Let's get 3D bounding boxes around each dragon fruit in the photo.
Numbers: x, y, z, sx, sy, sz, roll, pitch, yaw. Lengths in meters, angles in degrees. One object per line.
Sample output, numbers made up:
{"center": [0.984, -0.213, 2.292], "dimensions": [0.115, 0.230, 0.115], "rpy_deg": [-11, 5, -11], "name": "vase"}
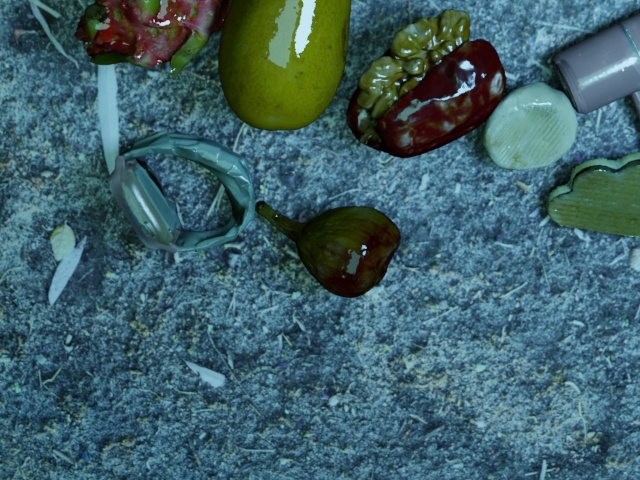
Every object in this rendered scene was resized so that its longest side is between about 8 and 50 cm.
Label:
{"center": [-0.292, -0.421, 1.385], "dimensions": [0.303, 0.231, 0.237], "rpy_deg": [-23, 119, 24], "name": "dragon fruit"}

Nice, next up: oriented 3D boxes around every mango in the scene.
{"center": [-0.052, -0.371, 1.358], "dimensions": [0.221, 0.264, 0.378], "rpy_deg": [16, 120, 0], "name": "mango"}

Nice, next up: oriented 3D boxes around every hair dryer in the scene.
{"center": [0.586, -0.230, 1.450], "dimensions": [0.210, 0.125, 0.352], "rpy_deg": [-25, 114, 15], "name": "hair dryer"}

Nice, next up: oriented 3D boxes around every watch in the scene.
{"center": [-0.255, -0.099, 1.552], "dimensions": [0.241, 0.162, 0.253], "rpy_deg": [-27, 108, 7], "name": "watch"}

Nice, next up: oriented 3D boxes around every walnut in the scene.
{"center": [0.174, -0.265, 1.390], "dimensions": [0.269, 0.244, 0.222], "rpy_deg": [-40, 59, -3], "name": "walnut"}

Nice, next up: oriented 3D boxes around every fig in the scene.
{"center": [0.021, 0.000, 1.589], "dimensions": [0.290, 0.191, 0.190], "rpy_deg": [25, 118, 39], "name": "fig"}

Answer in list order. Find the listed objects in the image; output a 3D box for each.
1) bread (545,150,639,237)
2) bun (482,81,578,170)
{"center": [0.582, -0.088, 1.492], "dimensions": [0.287, 0.056, 0.207], "rpy_deg": [10, 139, -1], "name": "bread"}
{"center": [0.381, -0.217, 1.467], "dimensions": [0.183, 0.102, 0.183], "rpy_deg": [-2, 135, -2], "name": "bun"}
